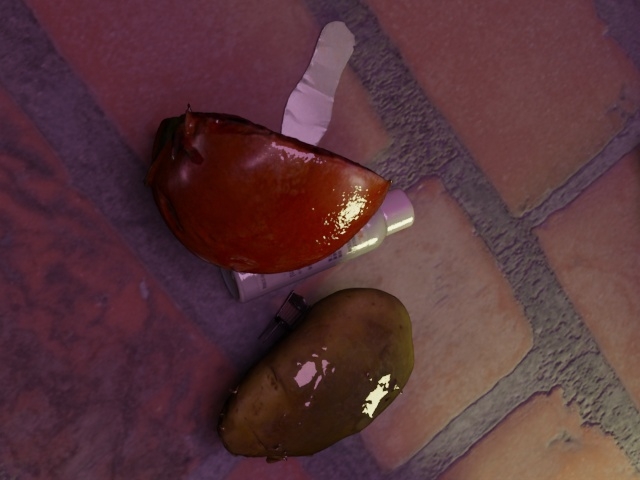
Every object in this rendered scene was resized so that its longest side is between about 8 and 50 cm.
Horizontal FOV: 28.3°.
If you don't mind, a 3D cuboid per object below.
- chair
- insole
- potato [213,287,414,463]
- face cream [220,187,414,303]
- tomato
[{"bbox_3d":[-0.044,0.110,1.692,0.037,0.042,0.086,42,80,-20],"label":"chair"},{"bbox_3d":[-0.005,-0.204,1.708,0.065,0.004,0.197,21,86,-19],"label":"insole"},{"bbox_3d":[0.000,0.186,1.647,0.296,0.141,0.191,-33,137,-12],"label":"potato"},{"bbox_3d":[0.000,0.000,1.681,0.269,0.082,0.082,-21,100,-17],"label":"face cream"},{"bbox_3d":[-0.078,-0.042,1.544,0.309,0.309,0.170,20,88,-19],"label":"tomato"}]
